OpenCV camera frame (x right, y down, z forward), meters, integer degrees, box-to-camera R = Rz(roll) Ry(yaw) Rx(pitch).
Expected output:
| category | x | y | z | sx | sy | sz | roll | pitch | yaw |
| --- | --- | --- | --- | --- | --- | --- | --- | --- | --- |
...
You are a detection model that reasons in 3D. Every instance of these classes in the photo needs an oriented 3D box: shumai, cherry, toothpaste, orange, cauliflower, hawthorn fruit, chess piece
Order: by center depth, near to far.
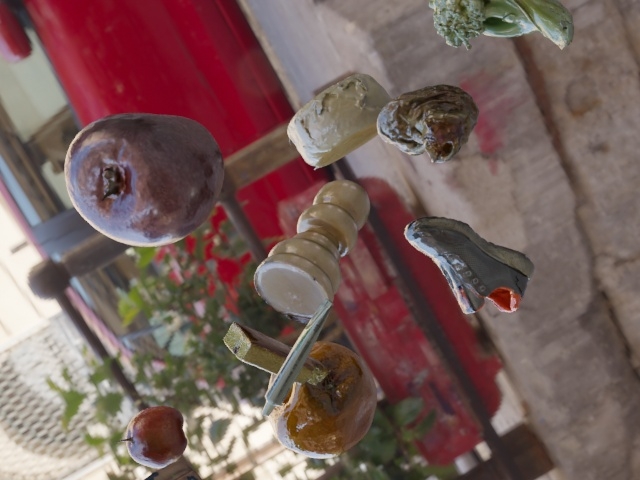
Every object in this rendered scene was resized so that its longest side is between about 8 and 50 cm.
| category | x | y | z | sx | sy | sz | roll | pitch | yaw |
| --- | --- | --- | --- | --- | --- | --- | --- | --- | --- |
| toothpaste | -0.035 | 0.174 | 1.476 | 0.029 | 0.197 | 0.048 | 29 | -179 | -14 |
| cherry | -0.290 | -0.112 | 1.688 | 0.261 | 0.307 | 0.221 | 22 | 123 | 18 |
| chess piece | 0.000 | 0.000 | 1.700 | 0.143 | 0.142 | 0.261 | 61 | -139 | -35 |
| shumai | 0.225 | -0.215 | 1.938 | 0.153 | 0.209 | 0.161 | -117 | 36 | -48 |
| hawthorn fruit | -0.334 | 0.388 | 1.980 | 0.125 | 0.140 | 0.125 | -172 | 90 | -82 |
| cauliflower | 0.358 | -0.505 | 1.981 | 0.327 | 0.281 | 0.260 | 127 | 157 | -55 |
| orange | 0.012 | 0.333 | 2.093 | 0.249 | 0.249 | 0.183 | 60 | 156 | 7 |

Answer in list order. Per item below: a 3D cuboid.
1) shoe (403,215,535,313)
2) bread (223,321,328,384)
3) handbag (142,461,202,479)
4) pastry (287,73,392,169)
| category | x | y | z | sx | sy | sz | roll | pitch | yaw |
| --- | --- | --- | --- | --- | --- | --- | --- | --- | --- |
| shoe | 0.318 | 0.076 | 2.195 | 0.336 | 0.171 | 0.132 | 24 | 153 | -22 |
| bread | -0.071 | 0.217 | 1.808 | 0.226 | 0.049 | 0.088 | 30 | -176 | -38 |
| handbag | -0.328 | 0.547 | 1.832 | 0.190 | 0.251 | 0.193 | 51 | -157 | 15 |
| pastry | 0.044 | -0.271 | 2.244 | 0.133 | 0.265 | 0.265 | 57 | 178 | 3 |
